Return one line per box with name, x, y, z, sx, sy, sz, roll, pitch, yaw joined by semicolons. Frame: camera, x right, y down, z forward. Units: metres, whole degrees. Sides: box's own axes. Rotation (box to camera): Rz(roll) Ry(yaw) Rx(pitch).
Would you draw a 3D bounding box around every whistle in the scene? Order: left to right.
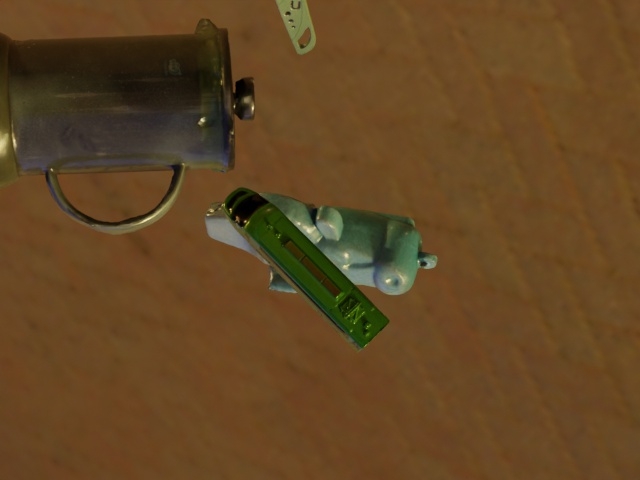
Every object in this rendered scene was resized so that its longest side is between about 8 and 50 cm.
whistle;0.000;0.000;2.214;0.274;0.093;0.186;10;152;13

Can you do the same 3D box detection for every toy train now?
toy train;-0.018;0.024;1.966;0.209;0.044;0.042;45;167;1

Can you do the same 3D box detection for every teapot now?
teapot;-0.248;-0.142;2.401;0.200;0.337;0.270;102;165;-74

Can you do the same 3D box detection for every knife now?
knife;-0.034;-0.230;1.621;0.207;0.030;0.014;72;-168;-49
